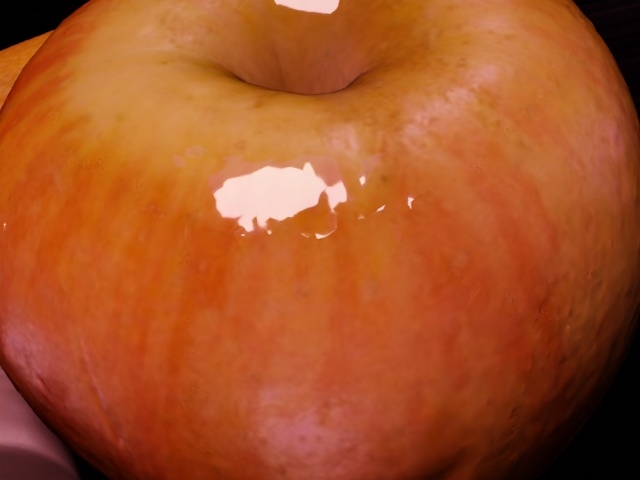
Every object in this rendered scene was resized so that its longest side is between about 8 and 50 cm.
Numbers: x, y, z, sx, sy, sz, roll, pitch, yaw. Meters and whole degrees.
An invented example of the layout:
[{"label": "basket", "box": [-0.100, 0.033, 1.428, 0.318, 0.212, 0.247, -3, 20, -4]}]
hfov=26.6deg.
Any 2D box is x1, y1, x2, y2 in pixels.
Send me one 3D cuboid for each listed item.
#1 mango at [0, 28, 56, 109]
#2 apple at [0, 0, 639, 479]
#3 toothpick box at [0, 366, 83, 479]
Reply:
[{"label": "mango", "box": [-0.122, -0.069, 0.754, 0.262, 0.108, 0.157, -20, 13, 9]}, {"label": "apple", "box": [0.000, 0.000, 0.582, 0.286, 0.233, 0.286, -5, 44, 4]}, {"label": "toothpick box", "box": [-0.181, 0.068, 0.652, 0.111, 0.111, 0.180, -20, 45, -4]}]
